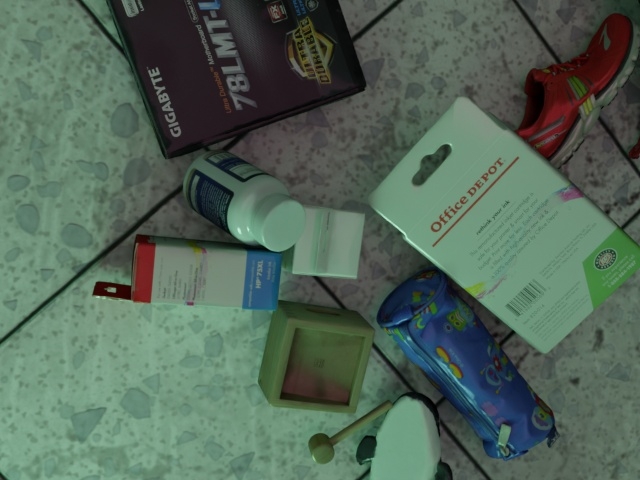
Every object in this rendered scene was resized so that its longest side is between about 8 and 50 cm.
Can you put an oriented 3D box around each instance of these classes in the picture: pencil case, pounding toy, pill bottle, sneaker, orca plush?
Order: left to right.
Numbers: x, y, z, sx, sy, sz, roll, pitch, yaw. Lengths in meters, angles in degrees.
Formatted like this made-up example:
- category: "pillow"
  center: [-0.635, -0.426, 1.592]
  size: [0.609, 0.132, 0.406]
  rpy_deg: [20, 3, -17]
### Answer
- category: "pill bottle"
  center: [-0.097, -0.050, 1.043]
  size: [0.094, 0.169, 0.094]
  rpy_deg: [-22, 126, -33]
- category: "pounding toy"
  center: [0.008, 0.203, 1.138]
  size: [0.180, 0.094, 0.206]
  rpy_deg: [9, 101, -19]
- category: "orca plush"
  center: [0.143, 0.357, 1.168]
  size: [0.102, 0.151, 0.288]
  rpy_deg: [-4, 86, -56]
- category: "pencil case"
  center: [0.212, 0.186, 1.162]
  size: [0.119, 0.133, 0.306]
  rpy_deg: [-33, 102, 29]
- category: "sneaker"
  center: [0.366, -0.230, 1.184]
  size: [0.118, 0.107, 0.279]
  rpy_deg: [34, 86, -8]

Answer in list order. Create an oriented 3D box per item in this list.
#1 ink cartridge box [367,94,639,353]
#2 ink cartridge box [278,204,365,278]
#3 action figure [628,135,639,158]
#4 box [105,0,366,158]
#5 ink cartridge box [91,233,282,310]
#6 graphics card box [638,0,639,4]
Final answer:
- category: "ink cartridge box"
  center: [0.252, -0.032, 1.132]
  size: [0.353, 0.119, 0.207]
  rpy_deg: [39, 106, -13]
- category: "ink cartridge box"
  center: [0.000, 0.000, 1.091]
  size: [0.089, 0.143, 0.092]
  rpy_deg: [6, 93, -13]
- category: "action figure"
  center: [0.538, -0.121, 1.230]
  size: [0.139, 0.091, 0.281]
  rpy_deg: [-21, 98, -28]
- category: "box"
  center: [-0.122, -0.293, 1.082]
  size: [0.293, 0.073, 0.296]
  rpy_deg: [-20, 97, -12]
- category: "ink cartridge box"
  center: [-0.177, 0.039, 1.057]
  size: [0.230, 0.134, 0.078]
  rpy_deg: [5, 93, -14]
- category: "graphics card box"
  center: [0.577, -0.352, 1.180]
  size: [0.232, 0.094, 0.371]
  rpy_deg: [-27, 95, -33]
